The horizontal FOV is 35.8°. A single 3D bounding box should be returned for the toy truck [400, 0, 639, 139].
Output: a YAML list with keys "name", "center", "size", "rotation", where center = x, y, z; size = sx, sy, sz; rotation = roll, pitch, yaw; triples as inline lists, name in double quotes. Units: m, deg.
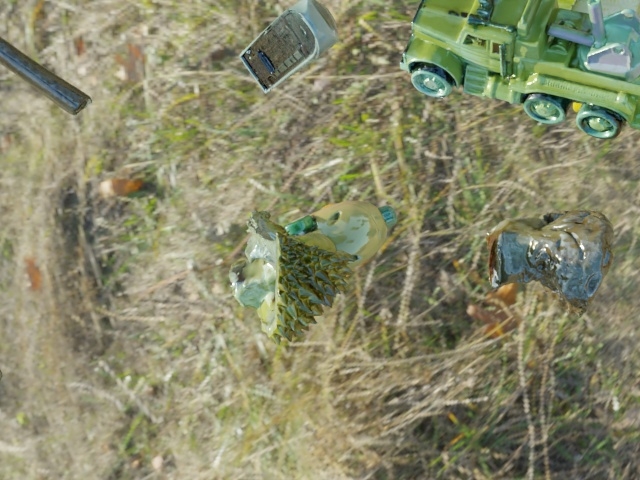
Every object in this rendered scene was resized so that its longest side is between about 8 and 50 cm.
- name: "toy truck"
  center: [0.215, -0.209, 1.007]
  size: [0.259, 0.135, 0.128]
  rotation: [16, 68, 23]

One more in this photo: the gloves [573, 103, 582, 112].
- name: "gloves"
  center: [0.534, -0.285, 1.754]
  size: [0.133, 0.294, 0.116]
  rotation: [19, 71, 9]

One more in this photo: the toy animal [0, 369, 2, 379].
- name: "toy animal"
  center: [-0.253, 0.073, 0.557]
  size: [0.082, 0.137, 0.270]
  rotation: [175, 107, -70]

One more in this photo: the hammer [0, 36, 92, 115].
- name: "hammer"
  center: [-0.338, -0.208, 0.910]
  size: [0.297, 0.027, 0.125]
  rotation: [37, 150, -4]

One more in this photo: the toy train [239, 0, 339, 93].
- name: "toy train"
  center: [-0.037, -0.313, 1.549]
  size: [0.088, 0.407, 0.086]
  rotation: [-37, 100, -12]

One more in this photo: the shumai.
- name: "shumai"
  center: [0.347, 0.019, 1.526]
  size: [0.175, 0.206, 0.167]
  rotation: [14, 92, -5]

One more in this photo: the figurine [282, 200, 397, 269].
- name: "figurine"
  center: [0.000, 0.000, 1.836]
  size: [0.324, 0.222, 0.124]
  rotation: [-18, 99, 54]

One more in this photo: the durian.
- name: "durian"
  center: [-0.058, 0.043, 1.433]
  size: [0.166, 0.306, 0.172]
  rotation: [39, 96, -19]

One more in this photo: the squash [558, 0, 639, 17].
- name: "squash"
  center: [0.330, -0.310, 1.318]
  size: [0.200, 0.090, 0.075]
  rotation: [-1, 56, 13]
